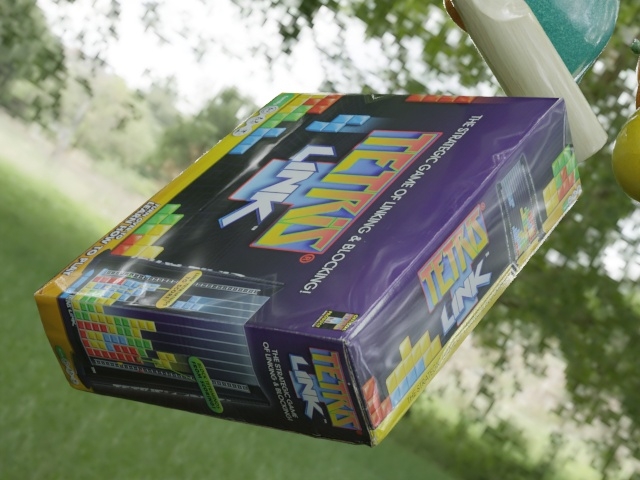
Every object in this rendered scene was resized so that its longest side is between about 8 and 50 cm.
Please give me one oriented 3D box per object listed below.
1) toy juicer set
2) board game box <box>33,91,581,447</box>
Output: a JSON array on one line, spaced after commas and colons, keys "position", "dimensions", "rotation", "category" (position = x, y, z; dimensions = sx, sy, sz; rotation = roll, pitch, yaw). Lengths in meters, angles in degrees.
[{"position": [0.118, -0.105, 0.719], "dimensions": [0.329, 0.089, 0.209], "rotation": [-15, 81, -55], "category": "toy juicer set"}, {"position": [0.000, 0.000, 0.531], "dimensions": [0.141, 0.170, 0.048], "rotation": [4, -56, 35], "category": "board game box"}]
